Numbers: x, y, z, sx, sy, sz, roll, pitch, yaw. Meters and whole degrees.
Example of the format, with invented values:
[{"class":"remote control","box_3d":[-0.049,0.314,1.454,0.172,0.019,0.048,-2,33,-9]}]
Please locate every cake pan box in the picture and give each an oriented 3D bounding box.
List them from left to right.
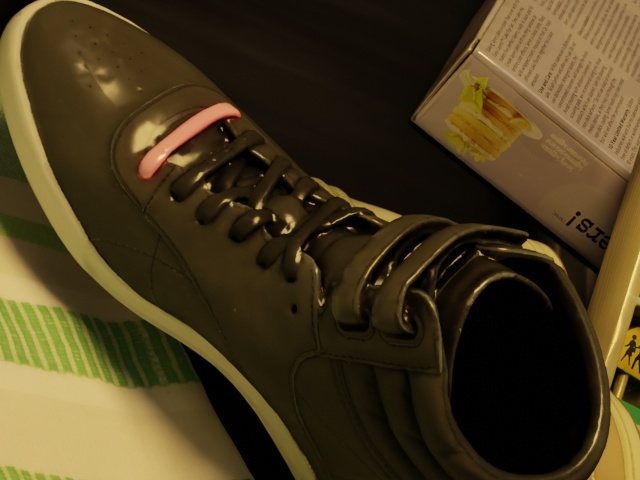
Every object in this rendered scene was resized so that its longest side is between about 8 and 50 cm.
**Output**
[{"class":"cake pan box","box_3d":[0.198,-0.076,1.126,0.245,0.070,0.267,39,36,-6]}]

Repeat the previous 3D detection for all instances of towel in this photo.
[{"class":"towel","box_3d":[-0.116,0.049,0.689,0.248,0.038,0.325,17,39,-52]}]

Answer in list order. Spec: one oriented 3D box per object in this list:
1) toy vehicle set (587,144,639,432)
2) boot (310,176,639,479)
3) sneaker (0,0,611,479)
[{"class":"toy vehicle set","box_3d":[0.260,0.070,0.986,0.266,0.035,0.166,26,71,-19]},{"class":"boot","box_3d":[0.051,0.061,0.843,0.165,0.077,0.213,19,36,-28]},{"class":"sneaker","box_3d":[0.000,0.000,0.716,0.104,0.147,0.296,-38,89,-35]}]
